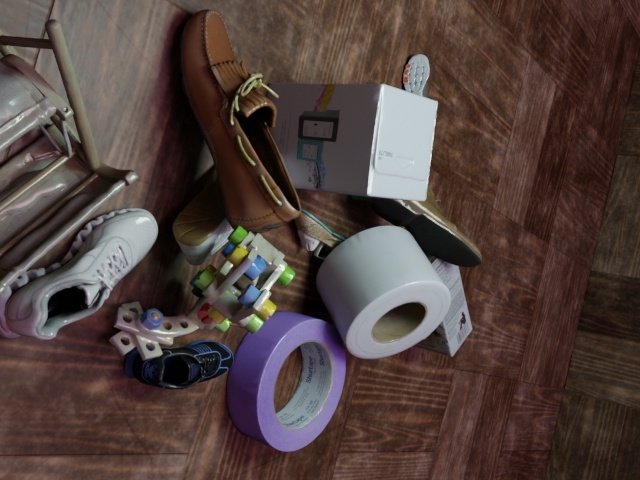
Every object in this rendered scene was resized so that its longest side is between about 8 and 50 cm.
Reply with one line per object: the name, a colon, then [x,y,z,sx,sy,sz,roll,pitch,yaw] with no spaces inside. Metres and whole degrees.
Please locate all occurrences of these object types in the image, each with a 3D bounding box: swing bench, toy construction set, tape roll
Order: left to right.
swing bench: [-0.413,-0.109,0.914,0.253,0.165,0.255,-49,138,-34]
toy construction set: [-0.176,0.097,1.154,0.151,0.327,0.215,53,31,-19]
tape roll: [-0.065,0.287,1.488,0.275,0.090,0.275,-14,109,-49]
tape roll: [0.132,0.113,1.536,0.246,0.169,0.246,-16,139,-15]

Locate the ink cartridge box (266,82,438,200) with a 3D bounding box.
ink cartridge box: [0.052,-0.187,1.377,0.198,0.270,0.197,1,97,-51]

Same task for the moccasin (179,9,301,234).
moccasin: [-0.126,-0.203,1.180,0.139,0.147,0.380,6,65,-62]

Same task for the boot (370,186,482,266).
boot: [0.251,-0.051,1.589,0.305,0.112,0.115,36,56,-21]

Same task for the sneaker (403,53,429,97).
sneaker: [0.230,-0.368,1.743,0.065,0.061,0.158,-24,121,-76]

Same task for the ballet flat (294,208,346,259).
ballet flat: [0.000,0.000,1.522,0.206,0.073,0.067,33,87,-45]

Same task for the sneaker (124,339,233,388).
sneaker: [-0.226,0.224,1.271,0.232,0.090,0.081,4,95,-51]

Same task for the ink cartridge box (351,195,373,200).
ink cartridge box: [0.121,-0.213,1.603,0.153,0.087,0.208,-41,127,-38]

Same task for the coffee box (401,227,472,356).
coffee box: [0.253,0.126,1.781,0.119,0.168,0.297,-44,129,-35]

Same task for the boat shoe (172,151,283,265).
boat shoe: [-0.162,-0.065,1.294,0.277,0.098,0.096,-49,155,-34]

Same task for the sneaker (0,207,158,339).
sneaker: [-0.340,0.052,1.074,0.292,0.118,0.110,-44,128,-38]
